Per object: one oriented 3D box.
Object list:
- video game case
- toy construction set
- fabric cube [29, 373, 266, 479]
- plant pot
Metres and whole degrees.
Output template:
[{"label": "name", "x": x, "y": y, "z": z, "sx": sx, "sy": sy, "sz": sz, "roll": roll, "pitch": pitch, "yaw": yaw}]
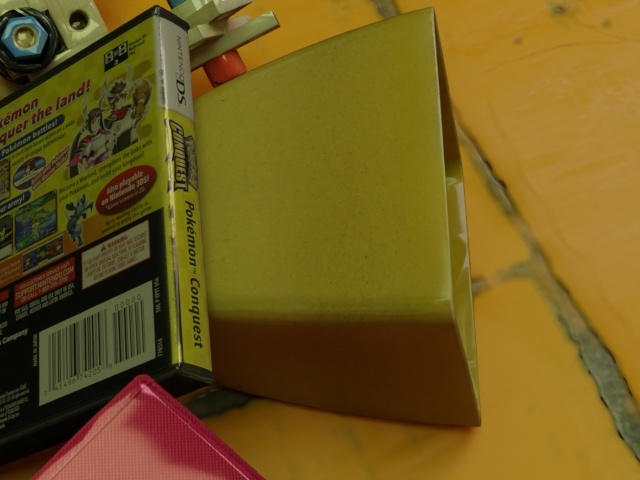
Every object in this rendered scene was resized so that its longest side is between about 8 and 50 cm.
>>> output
[{"label": "video game case", "x": -0.186, "y": 0.012, "z": 0.814, "sx": 0.275, "sy": 0.035, "sz": 0.248, "roll": -24, "pitch": 59, "yaw": 31}, {"label": "toy construction set", "x": -0.175, "y": -0.236, "z": 0.950, "sx": 0.215, "sy": 0.151, "sz": 0.327, "roll": -28, "pitch": 81, "yaw": -13}, {"label": "fabric cube", "x": -0.080, "y": 0.274, "z": 0.658, "sx": 0.258, "sy": 0.254, "sz": 0.259, "roll": 38, "pitch": 68, "yaw": 16}, {"label": "plant pot", "x": 0.000, "y": 0.000, "z": 0.837, "sx": 0.187, "sy": 0.212, "sz": 0.212, "roll": -6, "pitch": 63, "yaw": 10}]
